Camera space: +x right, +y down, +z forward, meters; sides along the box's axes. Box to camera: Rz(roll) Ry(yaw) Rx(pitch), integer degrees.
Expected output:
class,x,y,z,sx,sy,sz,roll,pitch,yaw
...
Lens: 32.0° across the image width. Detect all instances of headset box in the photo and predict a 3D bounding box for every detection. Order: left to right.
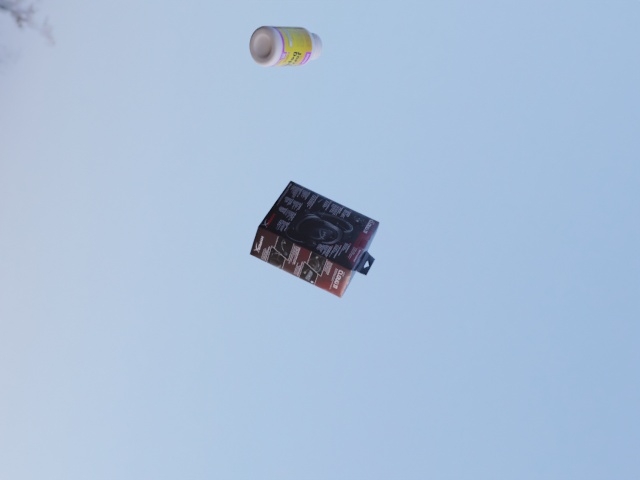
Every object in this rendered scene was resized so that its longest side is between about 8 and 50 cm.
class,x,y,z,sx,sy,sz,roll,pitch,yaw
headset box,0.000,0.000,0.813,0.062,0.083,0.032,-59,173,-47

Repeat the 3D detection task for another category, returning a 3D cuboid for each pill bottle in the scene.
class,x,y,z,sx,sy,sz,roll,pitch,yaw
pill bottle,-0.035,-0.210,1.206,0.043,0.083,0.043,8,-77,38
